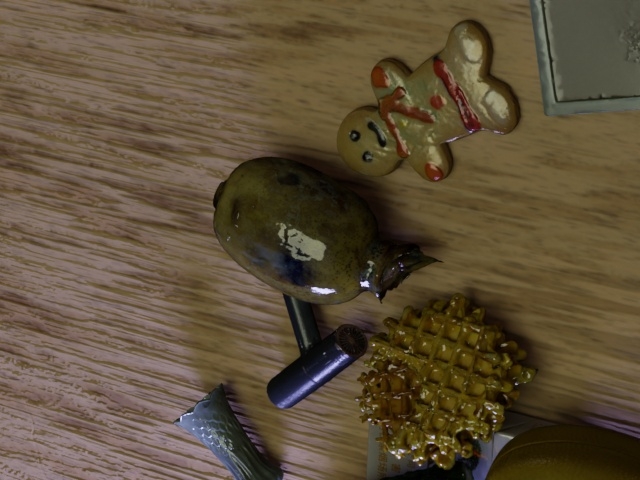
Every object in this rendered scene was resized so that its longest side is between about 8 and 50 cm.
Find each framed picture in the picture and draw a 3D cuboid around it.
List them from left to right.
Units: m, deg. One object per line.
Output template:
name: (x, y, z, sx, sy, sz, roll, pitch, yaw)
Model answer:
framed picture: (0.347, -0.242, 1.852, 0.273, 0.016, 0.216, -1, 106, 30)

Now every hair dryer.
hair dryer: (-0.036, 0.090, 2.175, 0.173, 0.050, 0.195, -41, 68, 46)

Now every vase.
vase: (-0.111, 0.264, 2.264, 0.081, 0.081, 0.148, -39, 88, 34)

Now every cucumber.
cucumber: (0.080, 0.313, 2.086, 0.265, 0.077, 0.077, -19, 97, 33)

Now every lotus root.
lotus root: (-0.001, 0.002, 2.062, 0.278, 0.154, 0.154, 25, 118, 16)

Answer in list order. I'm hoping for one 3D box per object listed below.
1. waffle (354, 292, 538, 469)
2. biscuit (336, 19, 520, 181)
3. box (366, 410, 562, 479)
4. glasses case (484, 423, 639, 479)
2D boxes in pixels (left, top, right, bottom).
waffle: (0.132, 0.161, 2.034, 0.197, 0.070, 0.193, -44, 55, 5)
biscuit: (0.113, -0.141, 2.018, 0.234, 0.030, 0.153, -24, 92, 34)
box: (0.171, 0.268, 2.102, 0.233, 0.067, 0.149, 12, 115, 26)
glasses case: (0.354, 0.327, 1.930, 0.371, 0.141, 0.173, 25, 114, 7)
